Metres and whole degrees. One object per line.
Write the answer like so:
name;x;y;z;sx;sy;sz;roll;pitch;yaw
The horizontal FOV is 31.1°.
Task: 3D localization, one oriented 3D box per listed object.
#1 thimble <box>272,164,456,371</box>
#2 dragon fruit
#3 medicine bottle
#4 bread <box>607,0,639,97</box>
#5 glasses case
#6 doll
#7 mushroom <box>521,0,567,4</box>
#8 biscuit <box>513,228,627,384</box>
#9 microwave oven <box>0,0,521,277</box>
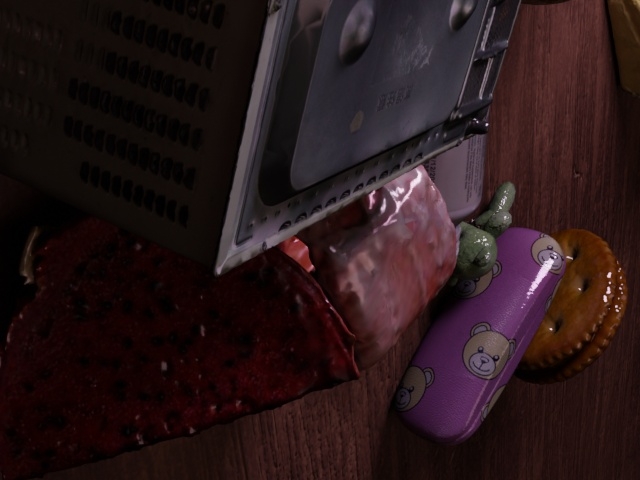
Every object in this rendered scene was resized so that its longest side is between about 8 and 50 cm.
thimble;0.000;0.000;1.070;0.162;0.239;0.239;-42;137;-28
dragon fruit;-0.141;0.054;0.982;0.317;0.152;0.205;-15;102;1
medicine bottle;0.112;-0.078;1.265;0.135;0.135;0.215;-26;128;-42
bread;0.515;-0.331;1.627;0.167;0.163;0.264;-50;140;-21
glasses case;0.209;0.121;1.503;0.316;0.123;0.076;-57;138;-14
doll;0.204;-0.012;1.486;0.150;0.077;0.115;-54;-179;-35
mushroom;0.255;-0.410;1.138;0.362;0.294;0.362;-26;128;-40
biscuit;0.316;0.088;1.550;0.066;0.220;0.220;35;78;-29
microwave oven;-0.062;-0.193;0.793;0.394;0.333;0.247;-31;138;-56
